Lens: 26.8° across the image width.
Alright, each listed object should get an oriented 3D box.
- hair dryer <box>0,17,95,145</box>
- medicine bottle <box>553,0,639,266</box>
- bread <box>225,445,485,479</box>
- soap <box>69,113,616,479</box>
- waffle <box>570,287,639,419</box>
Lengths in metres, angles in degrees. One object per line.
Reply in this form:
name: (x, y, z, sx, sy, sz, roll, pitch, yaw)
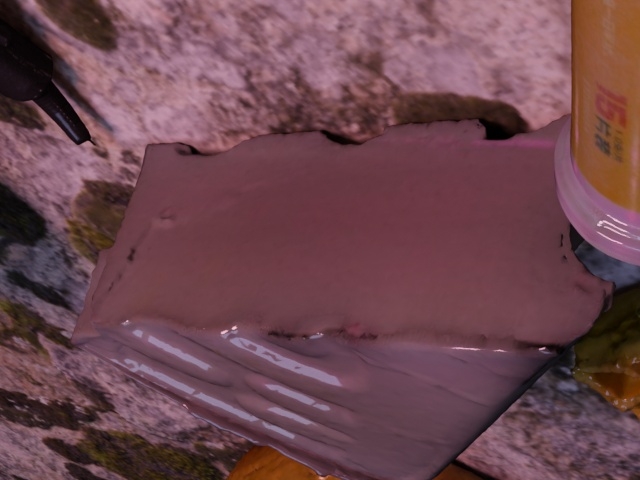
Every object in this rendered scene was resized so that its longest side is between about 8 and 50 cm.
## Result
hair dryer: (-0.178, -0.138, 0.762, 0.235, 0.091, 0.272, 0, 156, 22)
medicine bottle: (0.126, -0.150, 0.438, 0.108, 0.108, 0.426, 14, 149, 20)
bread: (0.052, 0.328, 1.171, 0.398, 0.215, 0.398, 20, 150, 12)
soap: (0.000, 0.000, 0.741, 0.257, 0.159, 0.302, 28, 150, 0)
waffle: (0.293, 0.088, 0.749, 0.229, 0.057, 0.219, 34, 150, -17)
